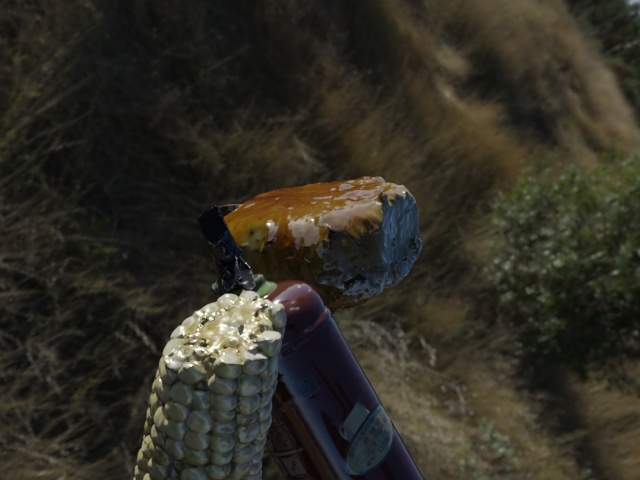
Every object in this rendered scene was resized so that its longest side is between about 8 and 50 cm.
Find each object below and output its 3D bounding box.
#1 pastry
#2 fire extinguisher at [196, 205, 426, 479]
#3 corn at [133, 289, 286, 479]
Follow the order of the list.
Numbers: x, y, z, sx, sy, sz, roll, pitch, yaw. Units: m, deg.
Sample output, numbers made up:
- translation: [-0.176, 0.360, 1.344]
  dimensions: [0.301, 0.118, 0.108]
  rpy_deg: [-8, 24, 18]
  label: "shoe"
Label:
- translation: [0.000, 0.000, 1.040]
  dimensions: [0.229, 0.218, 0.100]
  rpy_deg: [-132, -149, -73]
  label: "pastry"
- translation: [-0.010, 0.122, 0.826]
  dimensions: [0.344, 0.102, 0.138]
  rpy_deg: [61, -7, -10]
  label: "fire extinguisher"
- translation: [-0.075, 0.131, 0.628]
  dimensions: [0.087, 0.087, 0.211]
  rpy_deg: [-63, 164, -65]
  label: "corn"
